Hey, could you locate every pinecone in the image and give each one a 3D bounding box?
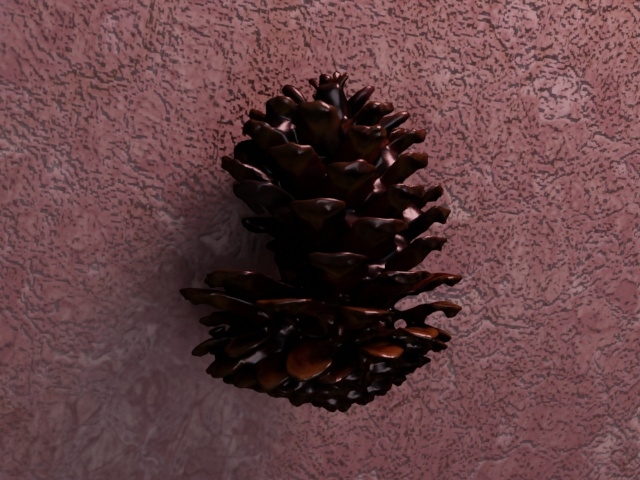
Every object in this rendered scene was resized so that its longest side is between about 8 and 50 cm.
[{"bbox_3d":[-0.001,0.000,1.531,0.246,0.246,0.292,2,87,-24],"label":"pinecone"}]
